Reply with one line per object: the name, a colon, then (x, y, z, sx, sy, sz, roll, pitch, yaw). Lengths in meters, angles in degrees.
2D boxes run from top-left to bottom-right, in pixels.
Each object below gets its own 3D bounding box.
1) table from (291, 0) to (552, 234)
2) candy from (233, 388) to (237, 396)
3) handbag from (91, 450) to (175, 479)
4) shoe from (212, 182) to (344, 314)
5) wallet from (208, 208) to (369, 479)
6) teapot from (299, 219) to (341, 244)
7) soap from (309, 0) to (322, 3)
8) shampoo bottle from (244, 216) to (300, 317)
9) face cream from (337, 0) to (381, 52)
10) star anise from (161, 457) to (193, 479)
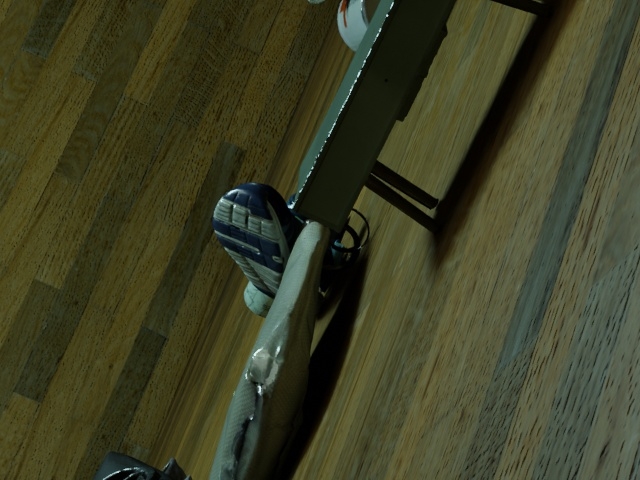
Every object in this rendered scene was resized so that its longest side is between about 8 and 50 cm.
table: (0.080, -0.120, 1.286, 0.121, 0.111, 0.240, -83, 18, -71)
candy: (-0.092, 0.219, 1.923, 0.035, 0.035, 0.123, -1, -70, -61)
handbag: (-0.188, 0.320, 1.462, 0.257, 0.113, 0.285, -55, 19, -7)
shoe: (-0.035, -0.007, 1.738, 0.106, 0.091, 0.207, -58, -30, -13)
wallet: (-0.048, 0.154, 1.612, 0.275, 0.068, 0.335, -68, -2, -64)
teapot: (0.001, 0.002, 1.906, 0.083, 0.063, 0.049, -70, -25, -15)
soap: (0.014, -0.358, 2.011, 0.063, 0.121, 0.183, -28, 7, 27)
shampoo bottle: (-0.029, 0.009, 2.051, 0.065, 0.065, 0.204, -72, 9, -50)
face cream: (0.076, -0.265, 2.001, 0.345, 0.102, 0.102, -142, 77, -83)
star anise: (-0.200, 0.360, 2.039, 0.262, 0.081, 0.230, -105, 38, -64)
